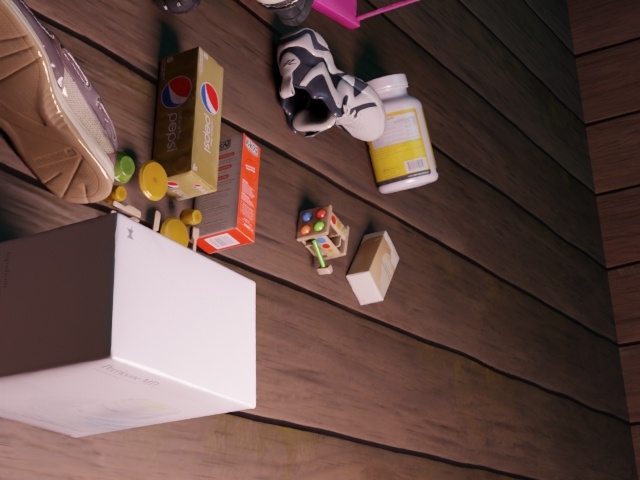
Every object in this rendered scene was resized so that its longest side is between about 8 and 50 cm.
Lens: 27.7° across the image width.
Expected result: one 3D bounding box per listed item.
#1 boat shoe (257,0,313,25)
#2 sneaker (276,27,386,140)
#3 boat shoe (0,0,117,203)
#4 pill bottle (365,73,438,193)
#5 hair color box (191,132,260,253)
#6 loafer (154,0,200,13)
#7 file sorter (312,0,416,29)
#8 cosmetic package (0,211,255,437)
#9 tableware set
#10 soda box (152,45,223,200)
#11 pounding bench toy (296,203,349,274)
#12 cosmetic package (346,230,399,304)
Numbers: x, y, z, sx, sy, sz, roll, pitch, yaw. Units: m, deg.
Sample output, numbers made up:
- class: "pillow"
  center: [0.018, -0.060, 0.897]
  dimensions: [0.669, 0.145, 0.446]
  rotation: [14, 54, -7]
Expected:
- class: "boat shoe"
  center: [-0.041, -0.461, 1.926]
  dimensions: [0.113, 0.127, 0.340]
  rotation: [53, 28, -52]
- class: "sneaker"
  center: [0.012, -0.189, 1.931]
  dimensions: [0.235, 0.094, 0.153]
  rotation: [51, 37, -41]
- class: "boat shoe"
  center: [-0.292, -0.163, 1.323]
  dimensions: [0.092, 0.103, 0.285]
  rotation: [-82, 150, -46]
- class: "pill bottle"
  center: [0.125, -0.176, 2.133]
  dimensions: [0.103, 0.103, 0.184]
  rotation: [-11, 88, -64]
- class: "hair color box"
  center: [-0.119, -0.060, 1.635]
  dimensions: [0.043, 0.072, 0.141]
  rotation: [41, 44, -49]
- class: "loafer"
  center: [-0.198, -0.399, 1.648]
  dimensions: [0.078, 0.076, 0.223]
  rotation: [-30, 110, -68]
- class: "file sorter"
  center: [0.061, -0.525, 2.087]
  dimensions: [0.202, 0.182, 0.290]
  rotation: [14, 65, -60]
- class: "cosmetic package"
  center: [-0.211, 0.089, 1.212]
  dimensions: [0.224, 0.225, 0.138]
  rotation: [31, 51, -55]
- class: "tableware set"
  center: [-0.196, -0.039, 1.513]
  dimensions: [0.154, 0.024, 0.104]
  rotation: [27, 62, -48]
- class: "soda box"
  center: [-0.163, -0.144, 1.599]
  dimensions: [0.058, 0.061, 0.181]
  rotation: [38, 45, -52]
- class: "pounding bench toy"
  center: [0.000, 0.000, 1.860]
  dimensions: [0.065, 0.052, 0.083]
  rotation: [50, 37, -42]
- class: "cosmetic package"
  center: [0.082, 0.042, 2.013]
  dimensions: [0.060, 0.041, 0.115]
  rotation: [62, 29, -27]
